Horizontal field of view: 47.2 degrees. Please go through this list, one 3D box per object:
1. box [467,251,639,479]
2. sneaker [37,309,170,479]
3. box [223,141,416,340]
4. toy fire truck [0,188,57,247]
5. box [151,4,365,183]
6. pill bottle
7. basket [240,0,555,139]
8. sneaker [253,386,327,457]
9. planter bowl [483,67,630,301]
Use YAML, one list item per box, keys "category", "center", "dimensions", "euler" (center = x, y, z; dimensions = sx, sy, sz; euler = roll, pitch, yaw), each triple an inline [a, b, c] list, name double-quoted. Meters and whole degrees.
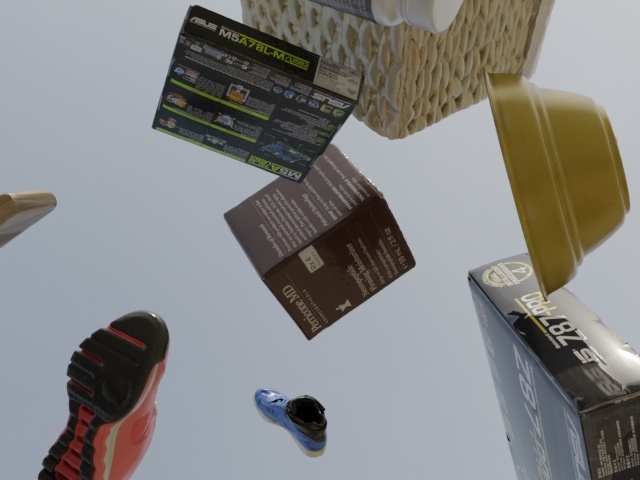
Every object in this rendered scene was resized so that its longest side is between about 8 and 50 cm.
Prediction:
- category: "box"
  center: [0.296, 0.250, 0.843]
  dimensions: [0.097, 0.318, 0.395]
  euler: [-18, -67, -2]
- category: "sneaker"
  center: [-0.276, 0.228, 1.002]
  dimensions: [0.314, 0.116, 0.136]
  euler: [-64, -21, 12]
- category: "box"
  center: [0.000, 0.000, 1.090]
  dimensions: [0.203, 0.167, 0.168]
  euler: [-35, -45, -3]
- category: "toy fire truck"
  center: [-0.246, 0.088, 0.384]
  dimensions: [0.158, 0.217, 0.246]
  euler: [9, -81, -9]
- category: "box"
  center: [-0.074, -0.148, 0.792]
  dimensions: [0.190, 0.184, 0.045]
  euler: [19, -116, -13]
- category: "pill bottle"
  center: [0.032, -0.198, 0.518]
  dimensions: [0.078, 0.137, 0.078]
  euler: [-50, -24, -33]
- category: "basket"
  center: [0.085, -0.347, 0.869]
  dimensions: [0.266, 0.328, 0.331]
  euler: [-31, -38, -28]
- category: "sneaker"
  center: [-0.045, 0.257, 1.127]
  dimensions: [0.058, 0.152, 0.085]
  euler: [-24, -43, -34]
- category: "planter bowl"
  center: [0.216, -0.060, 0.649]
  dimensions: [0.090, 0.217, 0.217]
  euler: [-14, -63, 17]
